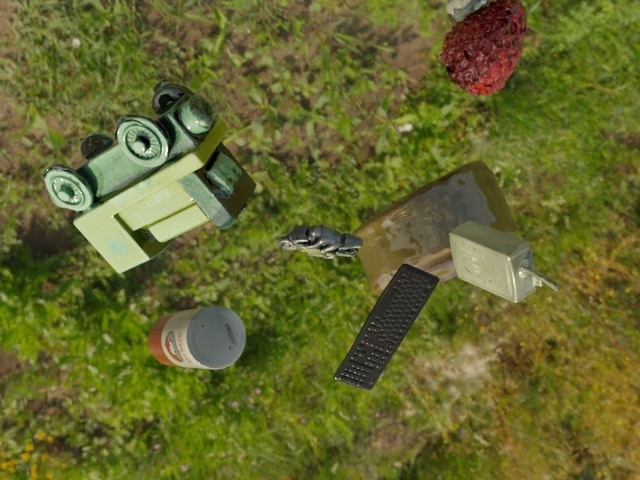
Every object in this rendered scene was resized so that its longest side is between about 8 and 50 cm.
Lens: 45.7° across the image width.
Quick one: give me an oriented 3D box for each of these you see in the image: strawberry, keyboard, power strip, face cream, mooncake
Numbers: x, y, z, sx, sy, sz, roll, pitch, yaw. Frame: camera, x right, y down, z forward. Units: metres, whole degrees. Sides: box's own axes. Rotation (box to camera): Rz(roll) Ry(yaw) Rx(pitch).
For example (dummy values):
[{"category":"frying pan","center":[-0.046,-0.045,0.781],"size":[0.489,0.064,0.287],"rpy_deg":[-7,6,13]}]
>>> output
[{"category":"strawberry","center":[0.390,-0.437,1.709],"size":[0.190,0.111,0.236],"rpy_deg":[31,103,-21]},{"category":"keyboard","center":[0.154,0.126,1.480],"size":[0.103,0.041,0.381],"rpy_deg":[23,98,-27]},{"category":"power strip","center":[0.228,0.031,0.943],"size":[0.042,0.175,0.075],"rpy_deg":[-30,120,-23]},{"category":"face cream","center":[-0.206,0.159,1.234],"size":[0.096,0.096,0.214],"rpy_deg":[-1,173,-29]},{"category":"mooncake","center":[0.281,-0.009,1.939],"size":[0.393,0.246,0.394],"rpy_deg":[-22,171,-16]}]

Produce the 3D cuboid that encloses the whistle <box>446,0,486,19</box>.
[{"category":"whistle","center":[0.381,-0.568,1.621],"size":[0.134,0.142,0.346],"rpy_deg":[-7,172,-21]}]

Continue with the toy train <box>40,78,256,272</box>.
[{"category":"toy train","center":[-0.299,-0.104,1.333],"size":[0.397,0.160,0.253],"rpy_deg":[-23,116,34]}]

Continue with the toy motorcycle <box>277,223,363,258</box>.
[{"category":"toy motorcycle","center":[0.000,0.000,1.745],"size":[0.193,0.061,0.124],"rpy_deg":[7,156,-4]}]
